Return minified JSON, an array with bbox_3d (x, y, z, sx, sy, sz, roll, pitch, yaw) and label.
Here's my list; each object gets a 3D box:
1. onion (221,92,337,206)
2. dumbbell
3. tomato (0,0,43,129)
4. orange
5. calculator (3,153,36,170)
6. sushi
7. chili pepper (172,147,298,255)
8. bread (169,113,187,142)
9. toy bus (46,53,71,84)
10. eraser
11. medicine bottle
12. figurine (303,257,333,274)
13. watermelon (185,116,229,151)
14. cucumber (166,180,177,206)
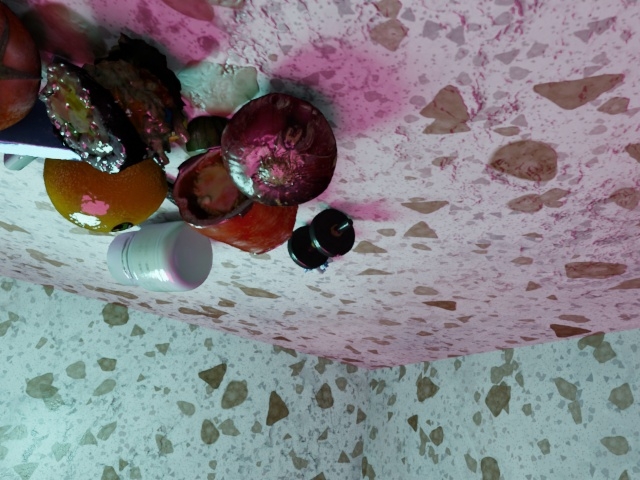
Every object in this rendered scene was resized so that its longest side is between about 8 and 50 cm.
[{"bbox_3d":[-0.081,-0.187,0.952,0.247,0.190,0.246,5,133,5],"label":"onion"},{"bbox_3d":[0.000,0.000,1.366,0.143,0.143,0.325,22,153,-24],"label":"dumbbell"},{"bbox_3d":[-0.653,-0.320,0.802,0.265,0.264,0.265,8,155,4],"label":"tomato"},{"bbox_3d":[-0.512,-0.153,1.096,0.274,0.274,0.274,8,155,4],"label":"orange"},{"bbox_3d":[-0.699,-0.254,1.094,0.246,0.141,0.045,-11,160,39],"label":"calculator"},{"bbox_3d":[-0.381,-0.259,0.874,0.225,0.218,0.238,16,142,33],"label":"sushi"},{"bbox_3d":[-0.204,-0.096,1.201,0.251,0.229,0.305,-30,159,12],"label":"chili pepper"},{"bbox_3d":[-0.372,-0.272,1.018,0.130,0.071,0.139,9,155,11],"label":"bread"},{"bbox_3d":[-0.557,-0.341,0.961,0.037,0.052,0.131,16,158,-30],"label":"toy bus"},{"bbox_3d":[-0.645,-0.245,0.936,0.312,0.144,0.042,5,148,-13],"label":"eraser"},{"bbox_3d":[-0.558,0.058,1.575,0.302,0.241,0.241,-3,152,26],"label":"medicine bottle"},{"bbox_3d":[-0.018,0.090,1.635,0.114,0.079,0.114,-27,-178,1],"label":"figurine"},{"bbox_3d":[-0.254,-0.252,1.059,0.182,0.075,0.092,0,-162,25],"label":"watermelon"},{"bbox_3d":[-0.422,-0.122,1.366,0.052,0.058,0.214,34,172,41],"label":"cucumber"}]
